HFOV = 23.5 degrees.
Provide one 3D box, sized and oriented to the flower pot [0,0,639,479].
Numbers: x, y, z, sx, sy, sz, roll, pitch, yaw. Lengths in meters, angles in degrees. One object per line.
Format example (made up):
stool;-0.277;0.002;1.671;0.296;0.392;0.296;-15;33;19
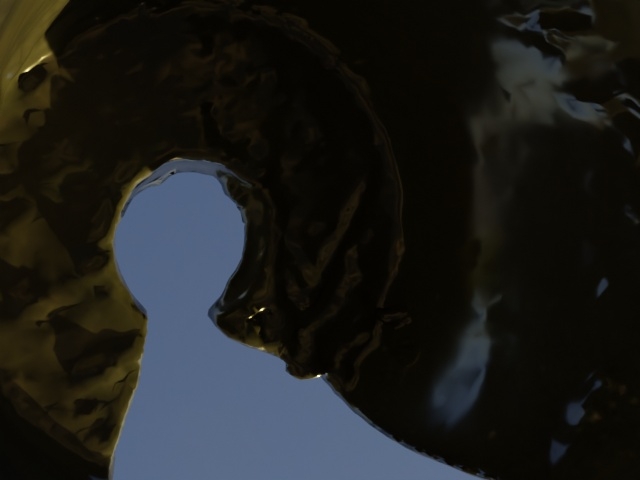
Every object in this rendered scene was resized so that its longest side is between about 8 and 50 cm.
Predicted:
flower pot;0.000;0.000;0.516;0.379;0.251;0.380;-4;-82;-26
